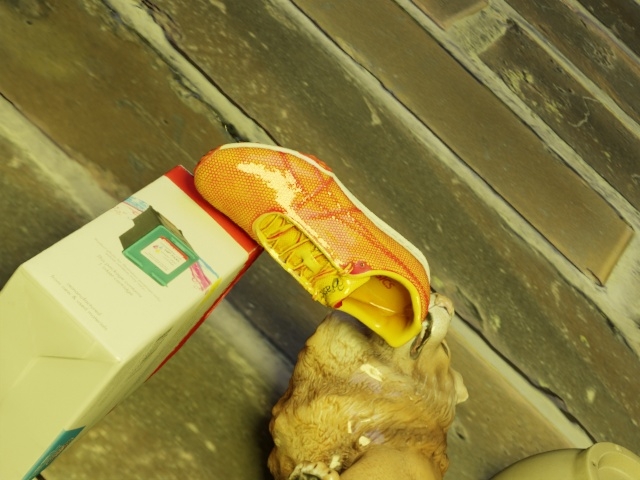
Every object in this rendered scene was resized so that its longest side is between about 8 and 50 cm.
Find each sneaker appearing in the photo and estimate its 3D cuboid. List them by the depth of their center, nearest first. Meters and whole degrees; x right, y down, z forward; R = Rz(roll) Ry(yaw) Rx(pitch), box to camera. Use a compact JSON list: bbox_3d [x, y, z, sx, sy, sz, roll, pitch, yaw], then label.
[{"bbox_3d":[0.000,0.000,0.845,0.175,0.064,0.067,32,34,-17],"label":"sneaker"}]

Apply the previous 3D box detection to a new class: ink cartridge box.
[{"bbox_3d":[-0.123,0.042,0.845,0.078,0.134,0.231,43,29,3],"label":"ink cartridge box"}]

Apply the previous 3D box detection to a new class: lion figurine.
[{"bbox_3d":[0.069,0.220,0.868,0.240,0.142,0.392,-1,64,-60],"label":"lion figurine"}]

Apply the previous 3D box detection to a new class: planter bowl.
[{"bbox_3d":[0.196,0.215,1.015,0.162,0.109,0.162,30,32,-21],"label":"planter bowl"}]
